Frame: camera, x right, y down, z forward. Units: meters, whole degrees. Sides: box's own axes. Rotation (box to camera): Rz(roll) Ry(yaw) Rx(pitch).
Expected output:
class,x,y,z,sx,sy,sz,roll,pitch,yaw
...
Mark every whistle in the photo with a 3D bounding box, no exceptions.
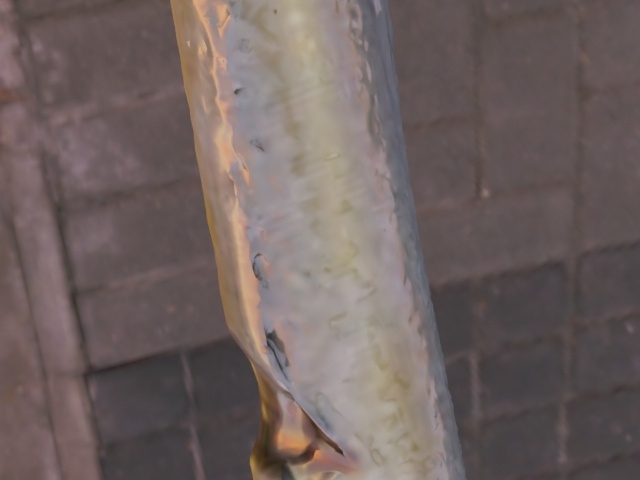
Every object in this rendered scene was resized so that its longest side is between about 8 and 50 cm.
class,x,y,z,sx,sy,sz,roll,pitch,yaw
whistle,0.000,0.000,0.549,0.068,0.057,0.326,-13,104,-17
